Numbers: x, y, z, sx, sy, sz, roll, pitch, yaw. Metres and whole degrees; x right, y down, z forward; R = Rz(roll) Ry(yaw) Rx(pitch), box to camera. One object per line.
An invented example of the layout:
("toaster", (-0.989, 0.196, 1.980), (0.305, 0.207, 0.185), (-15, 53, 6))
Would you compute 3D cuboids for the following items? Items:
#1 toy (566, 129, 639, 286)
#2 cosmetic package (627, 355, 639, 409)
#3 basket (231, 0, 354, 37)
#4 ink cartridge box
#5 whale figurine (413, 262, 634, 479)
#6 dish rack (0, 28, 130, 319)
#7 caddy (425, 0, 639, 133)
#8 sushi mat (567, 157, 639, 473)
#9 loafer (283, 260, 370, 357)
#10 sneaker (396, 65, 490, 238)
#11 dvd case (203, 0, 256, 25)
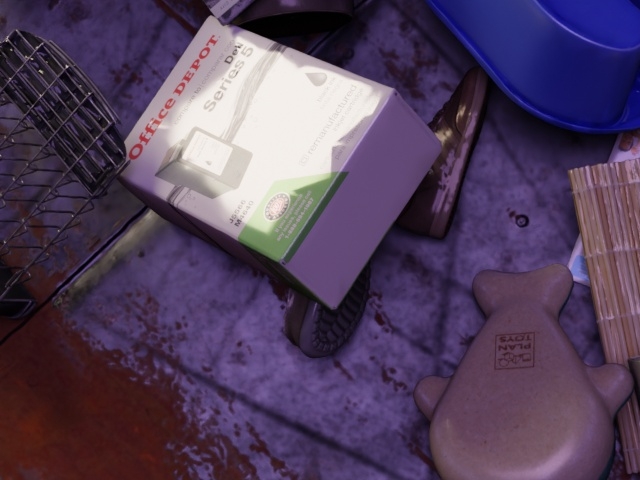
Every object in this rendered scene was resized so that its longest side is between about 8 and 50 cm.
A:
("toy", (0.354, -0.052, 1.669), (0.137, 0.056, 0.237), (21, 81, 10))
("cosmetic package", (0.407, 0.244, 1.552), (0.160, 0.113, 0.309), (-12, 85, 2))
("basket", (-0.039, -0.335, 1.712), (0.154, 0.204, 0.227), (-8, 86, 36))
("ink cartridge box", (-0.050, -0.082, 1.621), (0.273, 0.115, 0.198), (27, 80, 40))
("whale figurine", (0.202, 0.155, 1.617), (0.216, 0.141, 0.272), (-7, 54, 15))
("dish rack", (-0.312, -0.070, 1.671), (0.271, 0.074, 0.208), (-46, 78, 20))
("caddy", (0.247, -0.266, 1.665), (0.241, 0.179, 0.341), (-30, 71, -24))
("sushi mat", (0.349, 0.070, 1.629), (0.151, 0.019, 0.316), (-11, 90, 3))
("loafer", (0.000, 0.000, 1.683), (0.087, 0.094, 0.251), (0, 67, 30))
("sneaker", (0.122, -0.098, 1.694), (0.071, 0.066, 0.188), (16, 80, 9))
("dvd case", (-0.100, -0.350, 1.630), (0.164, 0.018, 0.221), (-38, 87, 16))
